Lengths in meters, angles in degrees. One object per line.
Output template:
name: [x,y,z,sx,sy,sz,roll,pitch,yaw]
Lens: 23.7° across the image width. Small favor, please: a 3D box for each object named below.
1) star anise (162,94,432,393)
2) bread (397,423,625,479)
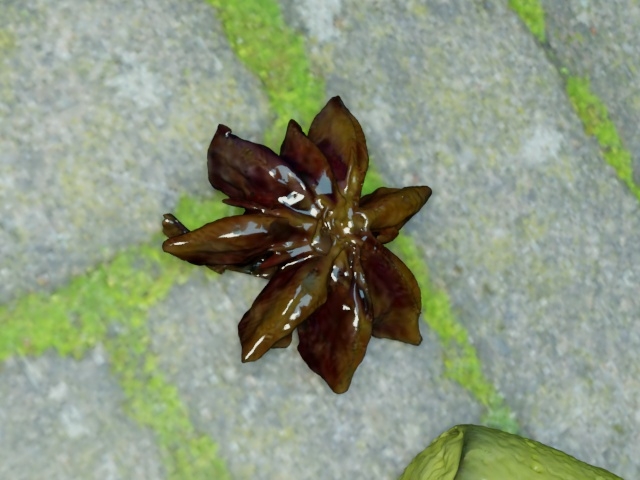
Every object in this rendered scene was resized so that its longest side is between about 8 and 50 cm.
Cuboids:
star anise: [0.000,-0.001,0.795,0.168,0.057,0.168,7,72,-22]
bread: [0.091,0.154,0.759,0.114,0.129,0.111,29,26,-10]
